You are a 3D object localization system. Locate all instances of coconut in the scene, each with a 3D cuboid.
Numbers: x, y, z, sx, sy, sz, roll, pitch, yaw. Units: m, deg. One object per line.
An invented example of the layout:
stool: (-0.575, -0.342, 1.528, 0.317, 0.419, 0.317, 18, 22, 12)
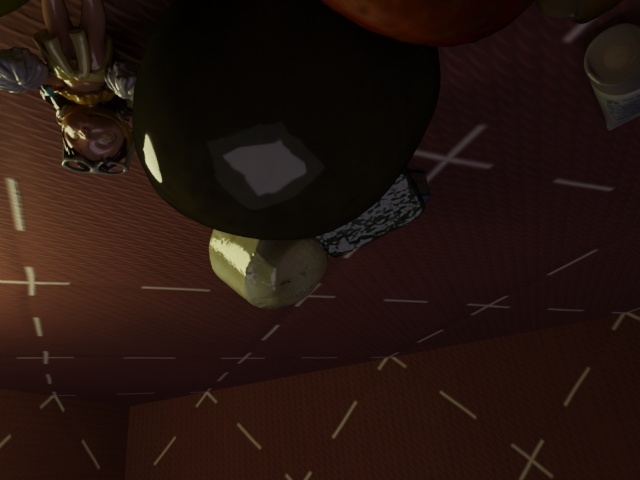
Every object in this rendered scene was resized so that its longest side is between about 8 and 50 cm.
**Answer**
coconut: (-0.101, 0.008, 0.913, 0.202, 0.222, 0.202, -24, 130, -32)

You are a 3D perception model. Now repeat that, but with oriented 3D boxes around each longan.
longan: (-0.028, -0.147, 0.532, 0.350, 0.288, 0.288, -27, 165, -30)

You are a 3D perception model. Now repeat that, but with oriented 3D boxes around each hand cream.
hand cream: (0.463, -0.228, 0.717, 0.133, 0.083, 0.247, -26, 158, 35)

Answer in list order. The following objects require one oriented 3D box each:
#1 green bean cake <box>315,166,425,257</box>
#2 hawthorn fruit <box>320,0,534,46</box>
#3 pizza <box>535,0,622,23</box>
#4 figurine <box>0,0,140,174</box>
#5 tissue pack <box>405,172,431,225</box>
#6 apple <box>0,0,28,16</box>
green bean cake: (0.051, -0.083, 0.795, 0.185, 0.094, 0.183, -30, 126, 9)
hawthorn fruit: (0.029, -0.285, 0.297, 0.330, 0.287, 0.287, 24, 146, -10)
pizza: (0.318, -0.341, 0.338, 0.277, 0.114, 0.409, -18, 153, -42)
figurine: (-0.271, -0.187, 0.575, 0.174, 0.116, 0.240, 0, 146, -11)
tissue pack: (0.112, -0.079, 0.933, 0.155, 0.065, 0.115, 0, 153, -15)
apple: (-0.287, -0.255, 0.312, 0.246, 0.226, 0.246, -4, 151, -2)
